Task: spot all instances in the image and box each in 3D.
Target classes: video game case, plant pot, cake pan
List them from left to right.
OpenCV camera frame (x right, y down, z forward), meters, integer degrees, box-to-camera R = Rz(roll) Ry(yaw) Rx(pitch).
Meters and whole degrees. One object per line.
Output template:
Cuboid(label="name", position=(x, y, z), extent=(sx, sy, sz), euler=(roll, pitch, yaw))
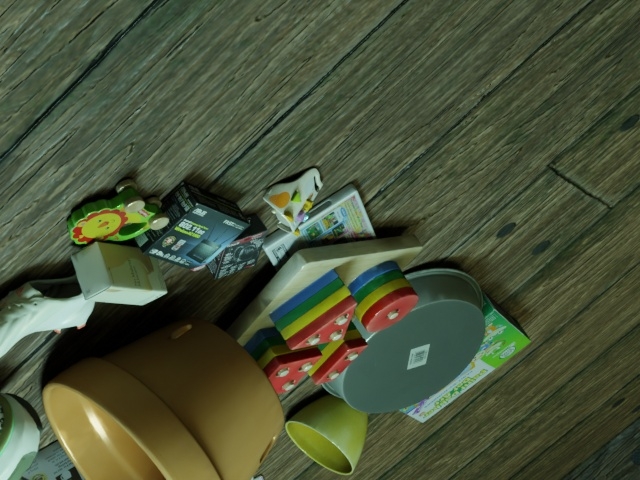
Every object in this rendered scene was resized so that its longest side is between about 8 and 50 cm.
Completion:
Cuboid(label="plant pot", position=(-0.186, 0.234, 1.870), extent=(0.203, 0.291, 0.291), euler=(-41, 159, -28))
Cuboid(label="video game case", position=(0.000, 0.000, 1.945), extent=(0.143, 0.019, 0.157), euler=(-33, 153, -3))
Cuboid(label="plant pot", position=(0.023, 0.303, 2.382), extent=(0.095, 0.134, 0.134), euler=(-52, 161, -25))
Cuboid(label="cake pan", position=(0.136, 0.165, 2.276), extent=(0.293, 0.054, 0.293), euler=(-19, 141, -17))

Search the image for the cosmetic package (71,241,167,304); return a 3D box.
Cuboid(label="cosmetic package", position=(-0.231, 0.039, 1.680), extent=(0.041, 0.060, 0.115), euler=(-27, 165, 23))

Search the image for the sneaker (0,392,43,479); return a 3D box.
Cuboid(label="sneaker", position=(-0.522, 0.308, 1.700), extent=(0.410, 0.158, 0.182), euler=(-52, 136, -16))

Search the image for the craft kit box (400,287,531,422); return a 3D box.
Cuboid(label="craft kit box", position=(0.221, 0.202, 2.501), extent=(0.250, 0.061, 0.247), euler=(-38, 156, 8))

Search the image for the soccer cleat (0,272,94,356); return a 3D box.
Cuboid(label="soccer cleat", position=(-0.347, 0.085, 1.647), extent=(0.196, 0.068, 0.076), euler=(-21, 138, -30))

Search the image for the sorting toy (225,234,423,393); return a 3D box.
Cuboid(label="sorting toy", position=(0.006, 0.114, 2.026), extent=(0.257, 0.089, 0.255), euler=(-7, 147, -49))

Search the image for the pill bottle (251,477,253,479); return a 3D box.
Cuboid(label="pill bottle", position=(-0.201, 0.383, 2.260), extent=(0.184, 0.103, 0.103), euler=(-6, 142, -44))

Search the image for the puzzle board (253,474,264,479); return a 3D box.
Cuboid(label="puzzle board", position=(-0.149, 0.461, 2.555), extent=(0.128, 0.011, 0.096), euler=(-30, 153, -8))

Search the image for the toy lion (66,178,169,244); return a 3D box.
Cuboid(label="toy lion", position=(-0.232, -0.023, 1.631), extent=(0.096, 0.034, 0.100), euler=(-31, 155, 10))

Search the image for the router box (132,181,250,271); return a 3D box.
Cuboid(label="router box", position=(-0.153, -0.014, 1.723), extent=(0.092, 0.038, 0.122), euler=(-42, 153, 14))

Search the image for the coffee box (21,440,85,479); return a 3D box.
Cuboid(label="coffee box", position=(-0.290, 0.428, 2.014), extent=(0.119, 0.297, 0.168), euler=(-30, 153, -9))

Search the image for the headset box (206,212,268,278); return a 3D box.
Cuboid(label="headset box", position=(-0.105, 0.005, 1.817), extent=(0.062, 0.032, 0.083), euler=(-19, 149, -29))

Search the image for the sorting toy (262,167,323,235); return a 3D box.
Cuboid(label="sorting toy", position=(-0.026, -0.053, 1.815), extent=(0.075, 0.045, 0.083), euler=(-50, 156, -12))
